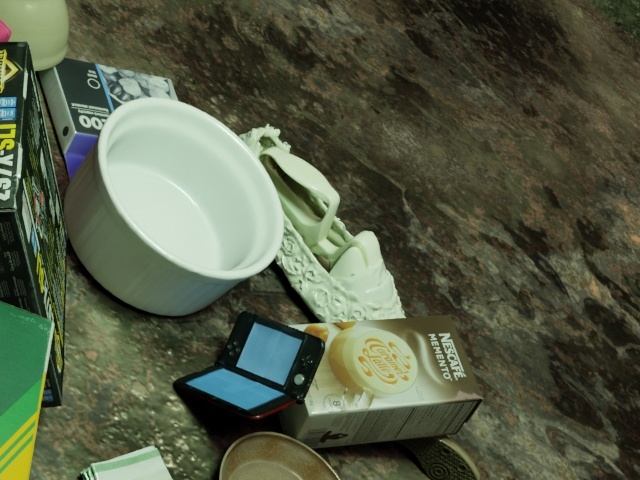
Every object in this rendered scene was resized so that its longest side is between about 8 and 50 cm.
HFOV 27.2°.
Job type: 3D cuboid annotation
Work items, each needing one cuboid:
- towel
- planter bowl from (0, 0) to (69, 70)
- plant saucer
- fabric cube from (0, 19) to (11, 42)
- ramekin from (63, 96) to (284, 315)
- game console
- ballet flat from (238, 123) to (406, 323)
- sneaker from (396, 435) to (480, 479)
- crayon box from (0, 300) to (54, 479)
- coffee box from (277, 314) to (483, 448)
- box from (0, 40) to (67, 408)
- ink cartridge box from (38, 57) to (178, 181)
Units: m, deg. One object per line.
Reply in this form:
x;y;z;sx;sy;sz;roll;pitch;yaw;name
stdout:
-0.189;0.305;1.475;0.113;0.023;0.152;-11;61;-49;towel
-0.415;-0.321;1.805;0.162;0.109;0.162;15;35;-11;planter bowl
-0.045;0.323;1.587;0.199;0.036;0.198;26;39;-23;plant saucer
-0.552;-0.193;1.445;0.259;0.254;0.258;44;36;0;fabric cube
-0.197;-0.036;1.717;0.277;0.135;0.277;26;42;-26;ramekin
-0.087;0.151;1.631;0.144;0.124;0.085;18;-8;36;game console
0.000;0.000;1.894;0.409;0.147;0.147;48;35;7;ballet flat
0.150;0.265;1.815;0.188;0.066;0.071;40;34;-5;sneaker
-0.345;0.237;1.233;0.083;0.203;0.323;24;38;-24;crayon box
0.067;0.183;1.731;0.247;0.098;0.141;-3;53;-23;coffee box
-0.331;-0.013;1.425;0.079;0.322;0.257;-3;48;-3;box
-0.278;-0.159;1.863;0.206;0.045;0.208;7;50;-40;ink cartridge box
